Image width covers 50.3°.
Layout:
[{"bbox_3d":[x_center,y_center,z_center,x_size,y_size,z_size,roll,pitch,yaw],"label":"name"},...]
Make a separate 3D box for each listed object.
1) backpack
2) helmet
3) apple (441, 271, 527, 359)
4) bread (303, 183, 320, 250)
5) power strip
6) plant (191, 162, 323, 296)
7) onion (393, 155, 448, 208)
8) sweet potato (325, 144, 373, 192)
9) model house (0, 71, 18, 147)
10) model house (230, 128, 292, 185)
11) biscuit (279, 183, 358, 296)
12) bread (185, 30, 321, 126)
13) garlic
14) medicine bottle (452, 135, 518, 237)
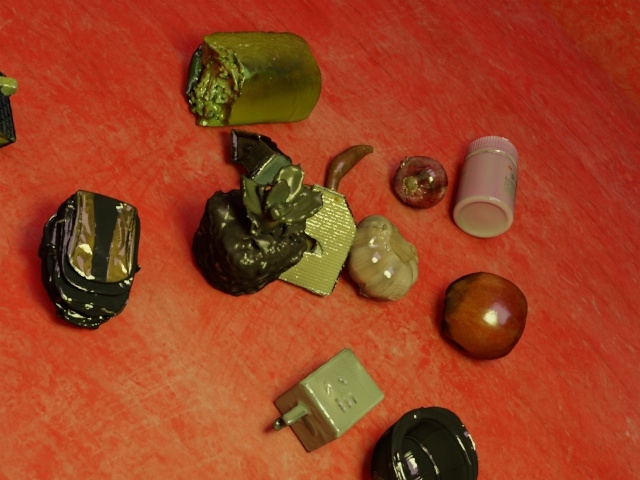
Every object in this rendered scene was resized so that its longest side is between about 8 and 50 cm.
[{"bbox_3d":[-0.459,0.046,1.357,0.206,0.133,0.258,15,60,-35],"label":"backpack"},{"bbox_3d":[0.212,0.494,1.479,0.279,0.160,0.230,-21,74,-53],"label":"helmet"},{"bbox_3d":[0.420,0.193,1.779,0.230,0.230,0.230,17,54,-24],"label":"apple"},{"bbox_3d":[-0.020,-0.059,1.722,0.213,0.105,0.213,15,54,-21],"label":"bread"},{"bbox_3d":[0.001,0.351,1.445,0.224,0.139,0.140,-30,81,-42],"label":"power strip"},{"bbox_3d":[-0.134,-0.025,1.486,0.215,0.312,0.213,-11,71,-40],"label":"plant"},{"bbox_3d":[0.307,-0.169,1.978,0.195,0.159,0.159,-8,66,-49],"label":"onion"},{"bbox_3d":[0.066,-0.205,1.903,0.078,0.058,0.255,53,49,-21],"label":"sweet potato"},{"bbox_3d":[-0.711,-0.280,1.366,0.211,0.170,0.194,-3,61,-35],"label":"model house"},{"bbox_3d":[-0.162,-0.220,1.747,0.152,0.106,0.165,47,11,16],"label":"model house"},{"bbox_3d":[0.000,0.000,1.624,0.147,0.250,0.046,18,12,-14],"label":"biscuit"},{"bbox_3d":[-0.165,-0.437,1.812,0.376,0.208,0.251,-12,73,-42],"label":"bread"},{"bbox_3d":[0.147,0.052,1.722,0.228,0.152,0.228,26,52,-39],"label":"garlic"},{"bbox_3d":[0.510,-0.166,2.086,0.178,0.178,0.291,31,48,-13],"label":"medicine bottle"}]
